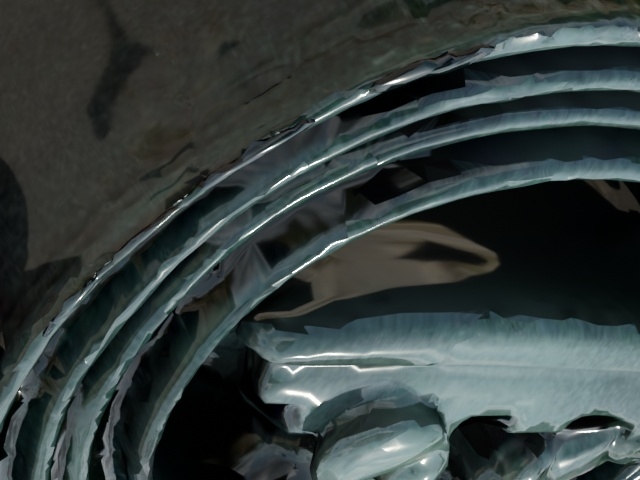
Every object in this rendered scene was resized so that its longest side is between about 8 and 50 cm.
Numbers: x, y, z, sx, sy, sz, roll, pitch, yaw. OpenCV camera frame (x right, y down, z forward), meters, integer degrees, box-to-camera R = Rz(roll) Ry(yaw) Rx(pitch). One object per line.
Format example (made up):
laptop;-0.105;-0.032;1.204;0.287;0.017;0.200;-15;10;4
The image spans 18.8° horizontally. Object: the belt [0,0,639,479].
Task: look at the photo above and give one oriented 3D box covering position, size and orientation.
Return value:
belt;0.000;0.000;0.416;0.206;0.116;0.267;-46;145;21
